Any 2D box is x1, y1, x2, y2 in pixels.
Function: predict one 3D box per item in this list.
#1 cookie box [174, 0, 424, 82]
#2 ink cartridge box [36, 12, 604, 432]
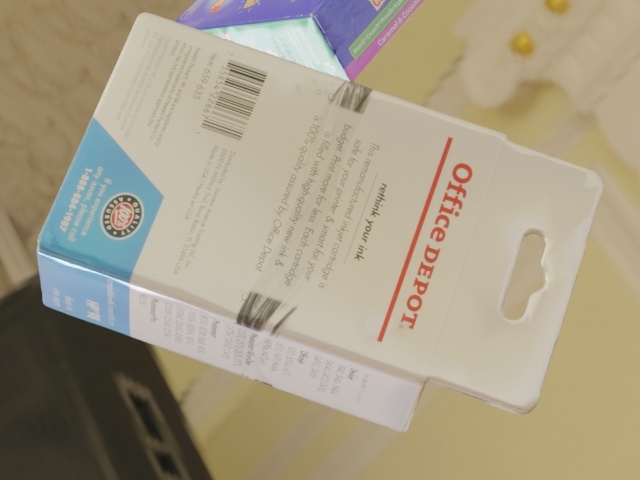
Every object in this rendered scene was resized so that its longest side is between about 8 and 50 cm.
[{"bbox_3d":[-0.004,-0.112,0.863,0.092,0.107,0.040,-49,-60,-29],"label":"cookie box"},{"bbox_3d":[0.000,0.000,0.677,0.060,0.180,0.104,104,-174,-65],"label":"ink cartridge box"}]
